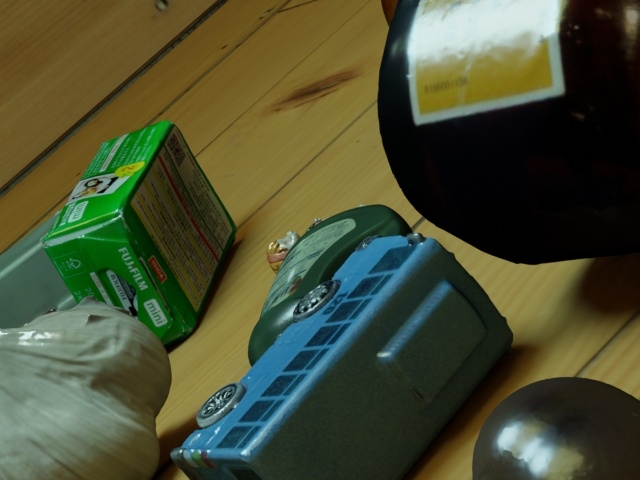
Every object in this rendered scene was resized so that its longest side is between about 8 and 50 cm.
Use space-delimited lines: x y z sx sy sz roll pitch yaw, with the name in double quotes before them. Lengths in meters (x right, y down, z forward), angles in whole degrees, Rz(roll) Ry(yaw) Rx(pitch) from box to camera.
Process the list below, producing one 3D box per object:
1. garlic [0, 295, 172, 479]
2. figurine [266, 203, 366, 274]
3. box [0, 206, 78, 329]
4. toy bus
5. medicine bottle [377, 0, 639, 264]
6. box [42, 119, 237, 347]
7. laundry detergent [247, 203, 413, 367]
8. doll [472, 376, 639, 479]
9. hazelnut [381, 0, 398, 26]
"garlic" -0.220 0.172 1.641 0.229 0.178 0.143 -52 40 10
"figurine" 0.000 0.000 1.847 0.109 0.047 0.064 -31 6 -6
"box" -0.332 0.066 2.277 0.210 0.129 0.148 -36 14 14
"toy bus" 0.024 0.104 1.337 0.234 0.116 0.133 -48 17 -25
"medicine bottle" 0.248 -0.107 1.238 0.395 0.242 0.242 -2 37 43
"box" -0.185 -0.001 2.039 0.103 0.180 0.250 -20 22 20
"laundry detergent" 0.004 0.056 1.599 0.144 0.078 0.221 -28 17 25
"doll" 0.168 0.119 1.012 0.188 0.096 0.145 -13 31 -1
"hazelnut" 0.148 -0.291 2.052 0.208 0.208 0.208 -36 15 11
